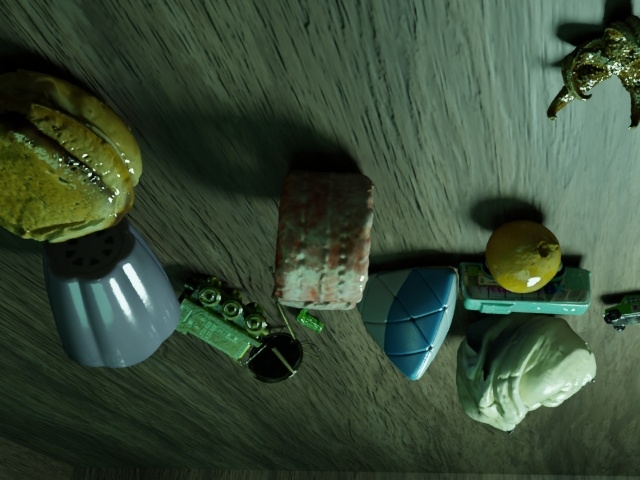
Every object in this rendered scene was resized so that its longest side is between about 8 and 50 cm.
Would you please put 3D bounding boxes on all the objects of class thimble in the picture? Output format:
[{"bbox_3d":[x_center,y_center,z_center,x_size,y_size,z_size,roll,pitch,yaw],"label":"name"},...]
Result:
[{"bbox_3d":[0.000,0.000,1.287,0.162,0.239,0.239,6,152,-1],"label":"thimble"}]

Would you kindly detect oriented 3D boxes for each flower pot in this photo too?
[{"bbox_3d":[-0.436,0.083,1.515,0.264,0.265,0.243,1,138,7],"label":"flower pot"}]

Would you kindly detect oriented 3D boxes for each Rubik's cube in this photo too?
[{"bbox_3d":[0.184,0.114,1.590,0.254,0.255,0.254,4,152,2],"label":"Rubik's cube"}]

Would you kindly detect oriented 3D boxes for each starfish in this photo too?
[{"bbox_3d":[0.389,-0.213,0.996,0.146,0.074,0.190,22,147,-26],"label":"starfish"}]

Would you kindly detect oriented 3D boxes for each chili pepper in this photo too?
[{"bbox_3d":[-0.033,0.188,1.847,0.055,0.035,0.118,-16,138,11],"label":"chili pepper"}]

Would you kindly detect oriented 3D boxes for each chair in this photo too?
[{"bbox_3d":[-0.112,0.286,1.915,0.159,0.170,0.326,-6,144,15],"label":"chair"}]

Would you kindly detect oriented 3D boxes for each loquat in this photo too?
[{"bbox_3d":[0.374,0.029,1.385,0.141,0.141,0.141,4,152,2],"label":"loquat"}]

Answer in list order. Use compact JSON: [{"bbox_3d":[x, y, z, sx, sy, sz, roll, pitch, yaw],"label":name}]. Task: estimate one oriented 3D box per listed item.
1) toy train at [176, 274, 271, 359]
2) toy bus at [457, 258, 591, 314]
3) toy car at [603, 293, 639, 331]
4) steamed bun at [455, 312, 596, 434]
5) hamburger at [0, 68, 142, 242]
[{"bbox_3d":[-0.226,0.177,1.704,0.225,0.090,0.137,33,100,-15],"label":"toy train"},{"bbox_3d":[0.411,0.093,1.529,0.261,0.109,0.091,1,157,8],"label":"toy bus"},{"bbox_3d":[0.699,0.150,1.631,0.165,0.063,0.071,-12,147,28],"label":"toy car"},{"bbox_3d":[0.439,0.275,1.724,0.320,0.275,0.206,-34,109,11],"label":"steamed bun"},{"bbox_3d":[-0.443,-0.129,1.170,0.304,0.174,0.284,-10,146,26],"label":"hamburger"}]
